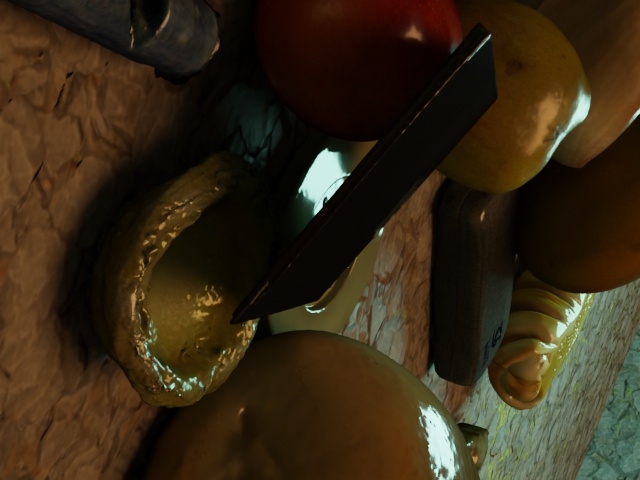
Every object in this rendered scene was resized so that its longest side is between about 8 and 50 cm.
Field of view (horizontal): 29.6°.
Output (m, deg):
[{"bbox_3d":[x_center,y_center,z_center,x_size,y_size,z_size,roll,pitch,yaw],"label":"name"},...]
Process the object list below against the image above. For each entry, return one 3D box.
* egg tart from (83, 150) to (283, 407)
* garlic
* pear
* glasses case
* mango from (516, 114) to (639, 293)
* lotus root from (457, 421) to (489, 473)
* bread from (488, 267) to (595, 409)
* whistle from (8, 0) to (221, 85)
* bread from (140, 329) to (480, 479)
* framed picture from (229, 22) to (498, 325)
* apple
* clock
[{"bbox_3d":[-0.101,0.023,0.863,0.197,0.078,0.197,-47,146,-47],"label":"egg tart"},{"bbox_3d":[0.314,-0.228,1.388,0.249,0.286,0.313,-2,149,-31],"label":"garlic"},{"bbox_3d":[0.164,-0.150,1.212,0.200,0.200,0.200,-48,147,-45],"label":"pear"},{"bbox_3d":[0.200,0.041,1.572,0.131,0.074,0.323,-50,149,-40],"label":"glasses case"},{"bbox_3d":[0.393,-0.059,1.631,0.300,0.232,0.445,-34,-175,8],"label":"mango"},{"bbox_3d":[0.169,0.364,1.747,0.260,0.074,0.170,-65,154,-18],"label":"lotus root"},{"bbox_3d":[0.351,0.115,1.911,0.311,0.121,0.173,-53,154,-39],"label":"bread"},{"bbox_3d":[-0.146,-0.149,0.656,0.304,0.062,0.062,17,91,-68],"label":"whistle"},{"bbox_3d":[0.013,0.278,1.074,0.376,0.253,0.348,63,39,-60],"label":"bread"},{"bbox_3d":[0.049,-0.041,0.947,0.255,0.014,0.339,-49,173,6],"label":"framed picture"},{"bbox_3d":[0.028,-0.158,0.919,0.163,0.163,0.139,-56,140,-35],"label":"apple"},{"bbox_3d":[0.000,0.000,1.148,0.235,0.029,0.235,-44,143,-47],"label":"clock"}]
